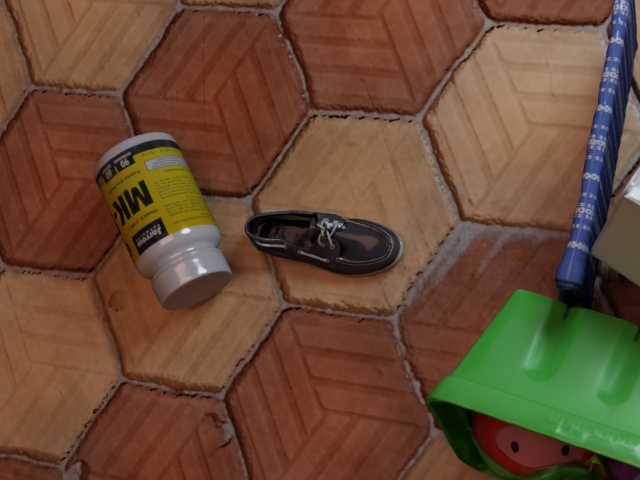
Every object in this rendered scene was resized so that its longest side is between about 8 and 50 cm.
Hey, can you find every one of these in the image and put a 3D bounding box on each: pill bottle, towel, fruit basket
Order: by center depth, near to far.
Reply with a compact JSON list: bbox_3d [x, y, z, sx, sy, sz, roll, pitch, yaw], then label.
[{"bbox_3d":[0.291,0.285,1.535,0.392,0.283,0.392,-7,62,13],"label":"fruit basket"},{"bbox_3d":[0.303,-0.094,1.587,0.040,0.243,0.336,10,84,14],"label":"towel"},{"bbox_3d":[-0.200,-0.024,1.845,0.119,0.119,0.209,-33,71,14],"label":"pill bottle"}]

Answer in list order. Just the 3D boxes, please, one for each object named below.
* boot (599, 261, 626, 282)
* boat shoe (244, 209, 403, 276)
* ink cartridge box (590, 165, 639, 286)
[{"bbox_3d":[0.429,-0.011,1.611,0.165,0.077,0.213,36,89,22],"label":"boot"},{"bbox_3d":[0.000,0.000,1.789,0.206,0.065,0.075,9,84,23],"label":"boat shoe"},{"bbox_3d":[0.468,-0.004,1.458,0.307,0.129,0.223,34,60,12],"label":"ink cartridge box"}]
